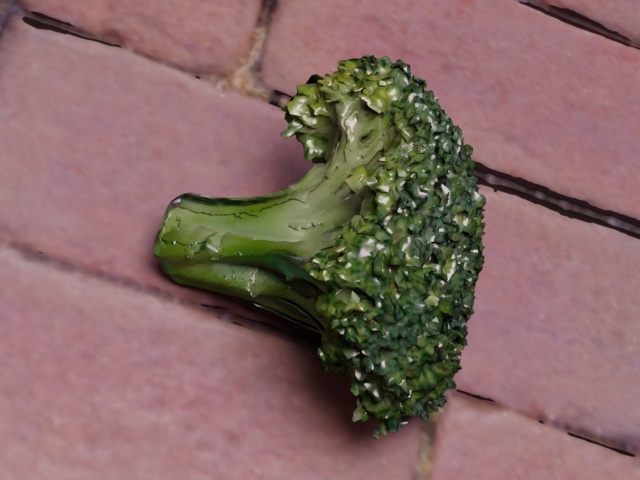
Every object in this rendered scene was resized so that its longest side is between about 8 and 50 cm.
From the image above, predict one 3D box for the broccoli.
[{"bbox_3d":[0.000,0.000,0.798,0.194,0.194,0.220,9,81,-16],"label":"broccoli"}]
